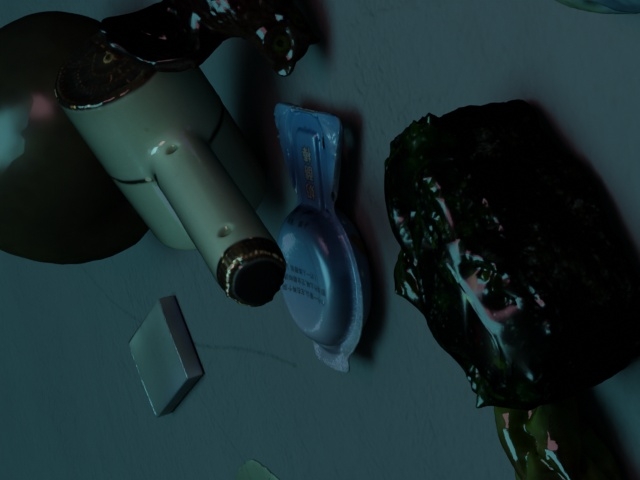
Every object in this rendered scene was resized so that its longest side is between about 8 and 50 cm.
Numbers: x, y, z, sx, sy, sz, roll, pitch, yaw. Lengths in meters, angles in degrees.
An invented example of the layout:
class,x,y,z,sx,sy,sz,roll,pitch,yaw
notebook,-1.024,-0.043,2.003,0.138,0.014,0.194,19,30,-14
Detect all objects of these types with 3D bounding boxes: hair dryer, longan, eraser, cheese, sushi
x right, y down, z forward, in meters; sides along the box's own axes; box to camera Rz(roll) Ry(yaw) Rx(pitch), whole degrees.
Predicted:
class,x,y,z,sx,sy,sz,roll,pitch,yaw
hair dryer,-0.105,-0.041,1.477,0.203,0.128,0.362,58,177,-38
longan,-0.284,-0.108,1.813,0.300,0.300,0.243,119,172,-55
eraser,-0.184,0.137,1.969,0.104,0.023,0.150,67,153,15
cheese,0.000,0.000,1.499,0.135,0.052,0.244,18,118,57
sushi,0.127,0.008,1.166,0.225,0.127,0.124,65,152,25

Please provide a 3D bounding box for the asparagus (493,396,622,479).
class,x,y,z,sx,sy,sz,roll,pitch,yaw
asparagus,0.169,0.148,1.216,0.080,0.080,0.287,121,137,-56

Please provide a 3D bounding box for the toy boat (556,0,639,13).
class,x,y,z,sx,sy,sz,roll,pitch,yaw
toy boat,0.184,-0.241,0.929,0.330,0.123,0.215,-15,88,65

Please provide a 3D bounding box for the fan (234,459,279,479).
class,x,y,z,sx,sy,sz,roll,pitch,yaw
fan,-0.080,0.356,1.890,0.329,0.009,0.190,-41,67,61

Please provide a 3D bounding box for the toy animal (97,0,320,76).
class,x,y,z,sx,sy,sz,roll,pitch,yaw
toy animal,-0.081,-0.222,1.467,0.179,0.218,0.116,43,177,-9
